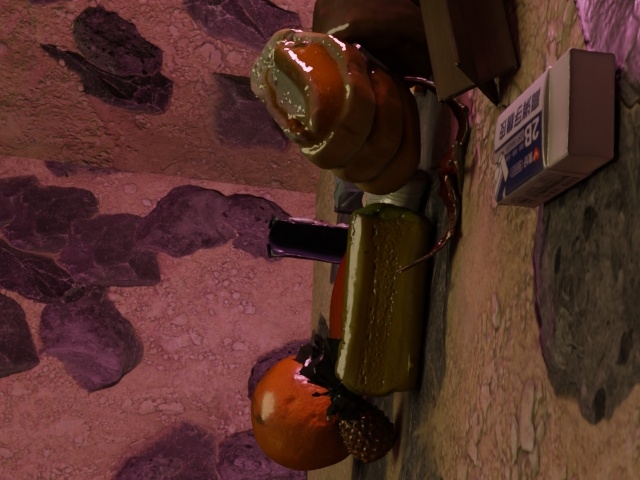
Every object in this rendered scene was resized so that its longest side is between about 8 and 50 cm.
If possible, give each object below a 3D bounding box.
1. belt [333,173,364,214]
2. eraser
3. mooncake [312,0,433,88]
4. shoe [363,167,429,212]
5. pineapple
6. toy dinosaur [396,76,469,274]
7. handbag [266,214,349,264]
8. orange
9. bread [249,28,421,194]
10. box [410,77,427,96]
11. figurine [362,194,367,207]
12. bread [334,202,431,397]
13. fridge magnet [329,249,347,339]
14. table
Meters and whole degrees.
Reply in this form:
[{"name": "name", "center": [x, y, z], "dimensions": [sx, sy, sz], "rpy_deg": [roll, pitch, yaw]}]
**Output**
[{"name": "belt", "center": [0.100, -0.236, 2.556], "dimensions": [0.260, 0.122, 0.325], "rpy_deg": [-85, 3, -67]}, {"name": "eraser", "center": [0.266, -0.122, 0.951], "dimensions": [0.210, 0.068, 0.124], "rpy_deg": [124, 153, -77]}, {"name": "mooncake", "center": [0.123, -0.419, 1.692], "dimensions": [0.284, 0.284, 0.155], "rpy_deg": [113, 158, -72]}, {"name": "shoe", "center": [0.148, -0.097, 1.837], "dimensions": [0.316, 0.124, 0.159], "rpy_deg": [-135, 46, -73]}, {"name": "pineapple", "center": [0.057, 0.324, 1.705], "dimensions": [0.277, 0.130, 0.119], "rpy_deg": [57, 174, -17]}, {"name": "toy dinosaur", "center": [0.193, -0.110, 1.471], "dimensions": [0.206, 0.113, 0.327], "rpy_deg": [-93, 8, -68]}, {"name": "handbag", "center": [0.000, 0.000, 2.336], "dimensions": [0.329, 0.303, 0.122], "rpy_deg": [-151, 68, -85]}, {"name": "orange", "center": [-0.032, 0.446, 2.151], "dimensions": [0.312, 0.312, 0.312], "rpy_deg": [-173, 90, -85]}, {"name": "bread", "center": [0.065, -0.248, 1.580], "dimensions": [0.210, 0.341, 0.300], "rpy_deg": [-46, 40, 18]}, {"name": "box", "center": [0.225, -0.423, 1.930], "dimensions": [0.220, 0.032, 0.122], "rpy_deg": [-95, 13, -65]}, {"name": "figurine", "center": [0.151, -0.150, 2.037], "dimensions": [0.111, 0.102, 0.195], "rpy_deg": [120, 157, -44]}, {"name": "bread", "center": [0.126, 0.117, 1.630], "dimensions": [0.112, 0.166, 0.383], "rpy_deg": [51, -136, -82]}, {"name": "fridge magnet", "center": [0.101, 0.151, 1.866], "dimensions": [0.363, 0.155, 0.364], "rpy_deg": [-173, 90, -85]}, {"name": "table", "center": [0.226, -0.330, 1.279], "dimensions": [0.167, 0.167, 0.227], "rpy_deg": [107, 160, -62]}]
